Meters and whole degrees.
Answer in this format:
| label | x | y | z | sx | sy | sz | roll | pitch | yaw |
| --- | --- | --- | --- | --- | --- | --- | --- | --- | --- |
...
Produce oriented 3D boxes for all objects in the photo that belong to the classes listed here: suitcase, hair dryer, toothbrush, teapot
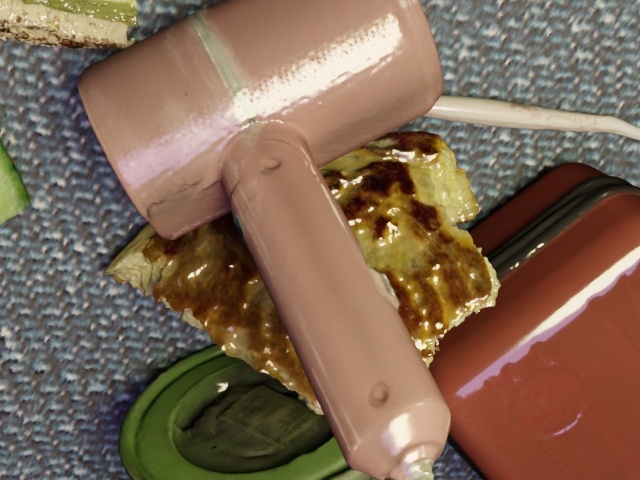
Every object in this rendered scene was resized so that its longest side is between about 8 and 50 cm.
| label | x | y | z | sx | sy | sz | roll | pitch | yaw |
| --- | --- | --- | --- | --- | --- | --- | --- | --- | --- |
| suitcase | 0.211 | 0.111 | 0.748 | 0.236 | 0.161 | 0.297 | -38 | 115 | 6 |
| hair dryer | 0.006 | -0.018 | 0.561 | 0.210 | 0.352 | 0.125 | -26 | 144 | -1 |
| toothbrush | 0.196 | -0.094 | 0.733 | 0.307 | 0.025 | 0.029 | 4 | 104 | -13 |
| teapot | -0.039 | 0.275 | 0.733 | 0.270 | 0.200 | 0.337 | -32 | 124 | -39 |

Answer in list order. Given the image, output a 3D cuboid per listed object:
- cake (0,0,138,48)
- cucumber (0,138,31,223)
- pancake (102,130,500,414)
| label | x | y | z | sx | sy | sz | roll | pitch | yaw |
| --- | --- | --- | --- | --- | --- | --- | --- | --- | --- |
| cake | -0.190 | -0.152 | 0.624 | 0.140 | 0.055 | 0.051 | 11 | 73 | -30 |
| cucumber | -0.276 | -0.091 | 0.582 | 0.115 | 0.063 | 0.244 | -49 | 142 | -37 |
| pancake | 0.000 | 0.000 | 0.684 | 0.257 | 0.056 | 0.212 | 29 | 77 | 13 |
